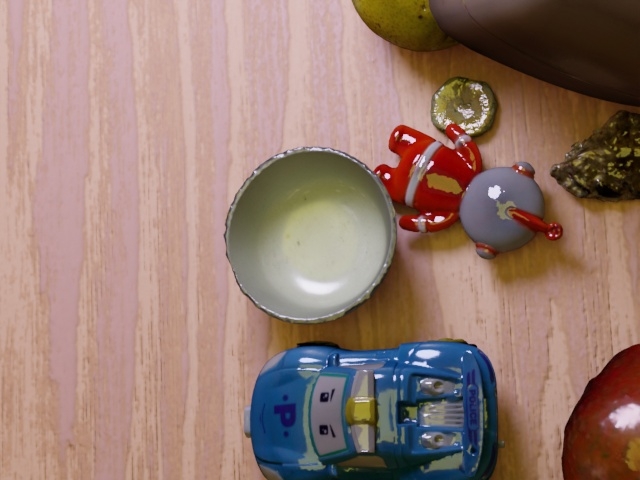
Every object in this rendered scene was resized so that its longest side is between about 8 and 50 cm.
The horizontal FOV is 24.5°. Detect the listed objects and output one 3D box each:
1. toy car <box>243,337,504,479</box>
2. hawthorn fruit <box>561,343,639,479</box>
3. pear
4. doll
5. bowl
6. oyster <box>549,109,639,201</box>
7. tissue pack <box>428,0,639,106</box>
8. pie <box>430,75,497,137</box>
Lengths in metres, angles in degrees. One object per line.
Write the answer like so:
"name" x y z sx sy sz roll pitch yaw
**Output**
"toy car" 0.055 0.207 1.700 0.314 0.166 0.198 -2 78 14
"hawthorn fruit" 0.414 0.245 1.553 0.300 0.254 0.254 13 85 30
"pear" 0.128 -0.322 1.752 0.198 0.198 0.198 -2 81 13
"doll" 0.179 -0.056 1.753 0.245 0.076 0.142 24 92 20
"bowl" 0.000 0.000 1.767 0.211 0.112 0.211 -2 81 14
"oyster" 0.357 -0.099 1.729 0.177 0.056 0.105 -5 88 8
"tissue pack" 0.332 -0.291 1.584 0.387 0.277 0.267 16 87 -17
"pie" 0.174 -0.161 1.796 0.084 0.020 0.084 -2 81 16
